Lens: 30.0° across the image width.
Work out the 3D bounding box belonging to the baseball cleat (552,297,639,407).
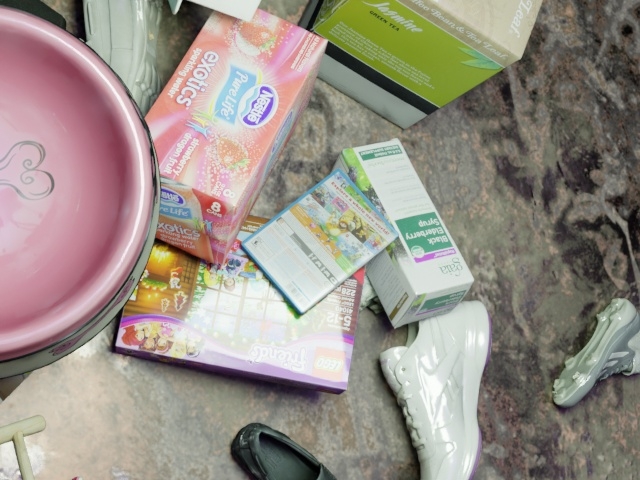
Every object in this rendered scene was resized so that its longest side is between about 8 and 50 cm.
[{"bbox_3d":[0.425,0.183,1.763,0.109,0.072,0.206,45,68,-17],"label":"baseball cleat"}]

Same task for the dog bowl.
[{"bbox_3d":[-0.351,-0.055,1.209,0.408,0.150,0.407,1,87,-18],"label":"dog bowl"}]

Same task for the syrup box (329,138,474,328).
[{"bbox_3d":[0.102,-0.011,1.601,0.093,0.096,0.236,-13,62,-26],"label":"syrup box"}]

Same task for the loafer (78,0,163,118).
[{"bbox_3d":[-0.266,-0.231,1.528,0.112,0.112,0.319,-1,78,11],"label":"loafer"}]

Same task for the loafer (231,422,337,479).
[{"bbox_3d":[-0.019,0.317,1.524,0.223,0.078,0.076,44,65,-10],"label":"loafer"}]

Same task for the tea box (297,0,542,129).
[{"bbox_3d":[0.155,-0.375,1.620,0.220,0.323,0.329,29,68,-16],"label":"tea box"}]

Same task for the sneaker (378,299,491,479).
[{"bbox_3d":[0.144,0.222,1.619,0.152,0.114,0.305,11,70,-8],"label":"sneaker"}]

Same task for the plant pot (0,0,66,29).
[{"bbox_3d":[-0.406,-0.216,1.405,0.187,0.188,0.167,34,45,-14],"label":"plant pot"}]

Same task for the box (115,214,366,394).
[{"bbox_3d":[-0.096,0.070,1.516,0.293,0.057,0.200,11,74,-6],"label":"box"}]

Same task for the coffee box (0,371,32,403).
[{"bbox_3d":[-0.423,0.132,1.337,0.141,0.098,0.246,30,62,23],"label":"coffee box"}]

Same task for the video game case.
[{"bbox_3d":[0.000,0.000,1.511,0.166,0.015,0.119,-38,79,-18],"label":"video game case"}]

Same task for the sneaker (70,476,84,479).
[{"bbox_3d":[-0.286,0.367,1.399,0.075,0.063,0.170,23,65,-12],"label":"sneaker"}]

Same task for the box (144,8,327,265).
[{"bbox_3d":[-0.121,-0.140,1.491,0.154,0.142,0.300,25,56,2],"label":"box"}]

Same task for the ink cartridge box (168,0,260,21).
[{"bbox_3d":[-0.110,-0.413,1.474,0.119,0.207,0.353,17,30,-22],"label":"ink cartridge box"}]

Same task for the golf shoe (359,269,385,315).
[{"bbox_3d":[0.035,0.068,1.623,0.176,0.069,0.086,-20,71,-32],"label":"golf shoe"}]

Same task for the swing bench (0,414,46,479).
[{"bbox_3d":[-0.408,0.332,1.225,0.255,0.253,0.165,-1,38,-26],"label":"swing bench"}]
